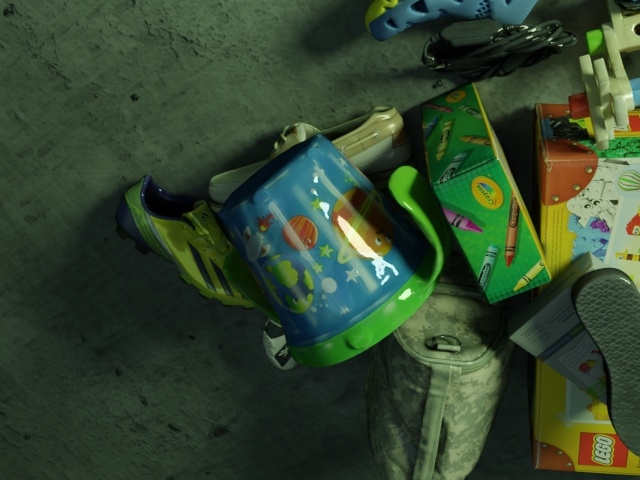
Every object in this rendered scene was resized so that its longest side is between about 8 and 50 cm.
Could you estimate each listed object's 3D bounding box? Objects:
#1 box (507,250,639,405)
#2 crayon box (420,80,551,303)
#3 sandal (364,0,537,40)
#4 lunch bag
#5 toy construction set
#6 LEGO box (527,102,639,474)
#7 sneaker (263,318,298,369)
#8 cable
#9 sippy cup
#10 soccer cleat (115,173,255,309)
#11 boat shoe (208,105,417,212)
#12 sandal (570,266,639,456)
[{"bbox_3d":[0.349,0.118,0.916,0.186,0.038,0.145,34,123,-10],"label":"box"},{"bbox_3d":[0.196,-0.071,0.919,0.081,0.278,0.165,-23,114,17],"label":"crayon box"},{"bbox_3d":[0.201,-0.303,0.874,0.317,0.126,0.138,-20,119,25],"label":"sandal"},{"bbox_3d":[0.169,0.204,1.112,0.212,0.256,0.305,9,123,8],"label":"lunch bag"},{"bbox_3d":[0.429,-0.213,0.833,0.327,0.151,0.215,-12,92,4],"label":"toy construction set"},{"bbox_3d":[0.475,0.073,0.998,0.372,0.193,0.501,-1,121,13],"label":"LEGO box"},{"bbox_3d":[0.002,0.136,1.183,0.153,0.094,0.235,28,117,26],"label":"sneaker"},{"bbox_3d":[0.216,-0.226,0.908,0.184,0.150,0.047,-5,83,14],"label":"cable"},{"bbox_3d":[0.000,0.000,0.937,0.305,0.240,0.224,-35,103,11],"label":"sippy cup"},{"bbox_3d":[-0.184,0.005,1.169,0.289,0.093,0.121,33,116,-9],"label":"soccer cleat"},{"bbox_3d":[-0.022,-0.115,1.052,0.302,0.113,0.103,-12,116,9],"label":"boat shoe"},{"bbox_3d":[0.370,0.141,0.878,0.097,0.054,0.255,-19,106,15],"label":"sandal"}]
